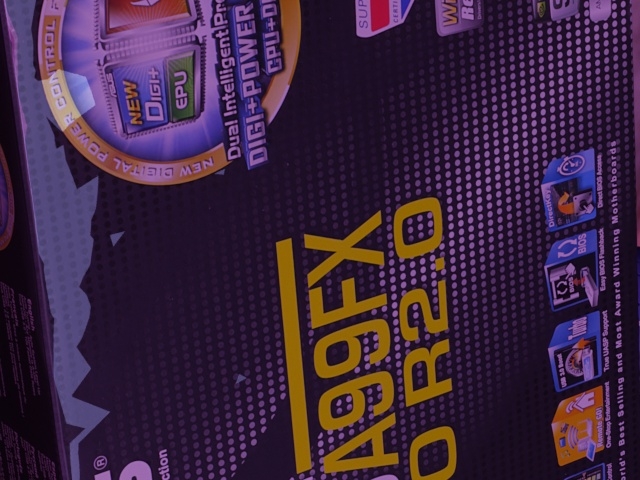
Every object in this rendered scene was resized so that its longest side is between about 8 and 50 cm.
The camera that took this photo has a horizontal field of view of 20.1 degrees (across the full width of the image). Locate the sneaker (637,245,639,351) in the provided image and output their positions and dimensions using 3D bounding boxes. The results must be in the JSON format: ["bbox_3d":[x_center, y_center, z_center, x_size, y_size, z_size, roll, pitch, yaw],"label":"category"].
[{"bbox_3d":[0.009,-0.014,0.687,0.315,0.127,0.182,1,104,-23],"label":"sneaker"}]

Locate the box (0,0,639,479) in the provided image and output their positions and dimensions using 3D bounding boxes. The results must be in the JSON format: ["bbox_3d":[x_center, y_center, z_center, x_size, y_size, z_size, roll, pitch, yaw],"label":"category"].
[{"bbox_3d":[0.000,0.000,0.556,0.216,0.060,0.270,-16,112,-31],"label":"box"}]
